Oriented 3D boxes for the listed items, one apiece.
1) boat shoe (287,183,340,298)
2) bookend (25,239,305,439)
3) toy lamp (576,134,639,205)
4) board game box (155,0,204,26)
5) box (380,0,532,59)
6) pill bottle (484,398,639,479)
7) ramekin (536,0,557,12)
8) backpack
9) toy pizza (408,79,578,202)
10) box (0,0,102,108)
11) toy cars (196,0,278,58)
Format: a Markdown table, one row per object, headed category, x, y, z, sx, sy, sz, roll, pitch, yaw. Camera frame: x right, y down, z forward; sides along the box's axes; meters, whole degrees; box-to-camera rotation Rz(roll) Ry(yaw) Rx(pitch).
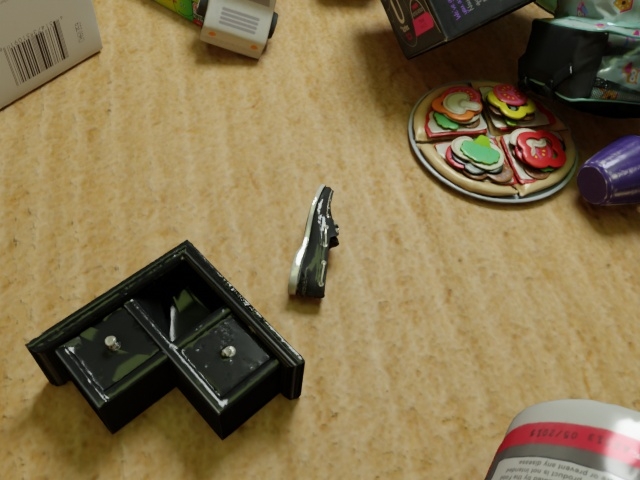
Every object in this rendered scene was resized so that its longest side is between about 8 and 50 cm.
| category | x | y | z | sx | sy | sz | roll | pitch | yaw |
| --- | --- | --- | --- | --- | --- | --- | --- | --- | --- |
| boat shoe | 0.000 | 0.000 | 0.640 | 0.038 | 0.046 | 0.125 | 13 | 57 | 4 |
| bookend | -0.123 | 0.107 | 0.535 | 0.157 | 0.072 | 0.156 | -35 | 64 | -26 |
| toy lamp | 0.410 | -0.102 | 0.732 | 0.274 | 0.080 | 0.080 | -21 | 59 | -18 |
| board game box | -0.194 | -0.362 | 0.886 | 0.181 | 0.043 | 0.092 | 32 | 58 | 17 |
| box | 0.211 | -0.343 | 0.769 | 0.270 | 0.165 | 0.143 | -27 | 101 | -3 |
| pill bottle | 0.137 | 0.269 | 0.377 | 0.176 | 0.176 | 0.318 | 29 | 56 | 15 |
| ramekin | 0.444 | -0.453 | 0.946 | 0.303 | 0.148 | 0.303 | 3 | 54 | -4 |
| backpack | 0.347 | -0.211 | 0.742 | 0.188 | 0.144 | 0.166 | 12 | 17 | -13 |
| toy pizza | 0.204 | -0.127 | 0.759 | 0.201 | 0.032 | 0.201 | 3 | 54 | -4 |
| box | -0.362 | -0.268 | 0.717 | 0.119 | 0.182 | 0.181 | 34 | 59 | 18 |
| toy cars | -0.009 | -0.393 | 0.826 | 0.393 | 0.087 | 0.176 | -39 | 99 | -17 |
